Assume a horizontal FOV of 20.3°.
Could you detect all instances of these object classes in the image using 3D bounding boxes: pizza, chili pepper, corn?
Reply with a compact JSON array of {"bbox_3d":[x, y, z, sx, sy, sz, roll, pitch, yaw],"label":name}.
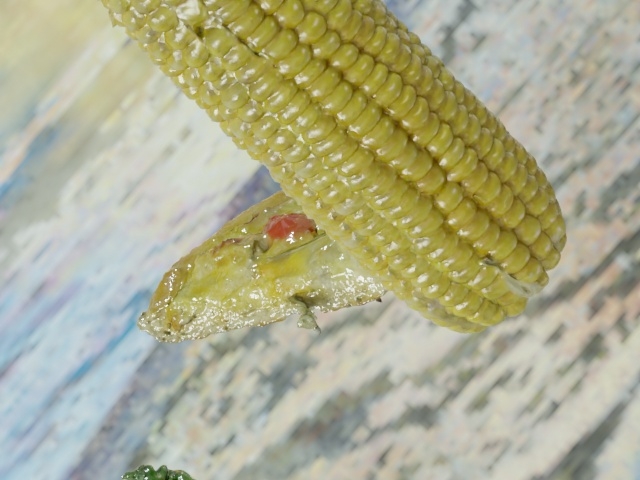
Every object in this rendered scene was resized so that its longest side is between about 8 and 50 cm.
[{"bbox_3d":[0.000,0.000,1.604,0.280,0.075,0.288,-40,22,-29],"label":"pizza"},{"bbox_3d":[-0.062,0.132,0.905,0.027,0.083,0.022,-15,50,58],"label":"chili pepper"},{"bbox_3d":[0.011,-0.057,0.782,0.093,0.244,0.093,-37,26,22],"label":"corn"}]
